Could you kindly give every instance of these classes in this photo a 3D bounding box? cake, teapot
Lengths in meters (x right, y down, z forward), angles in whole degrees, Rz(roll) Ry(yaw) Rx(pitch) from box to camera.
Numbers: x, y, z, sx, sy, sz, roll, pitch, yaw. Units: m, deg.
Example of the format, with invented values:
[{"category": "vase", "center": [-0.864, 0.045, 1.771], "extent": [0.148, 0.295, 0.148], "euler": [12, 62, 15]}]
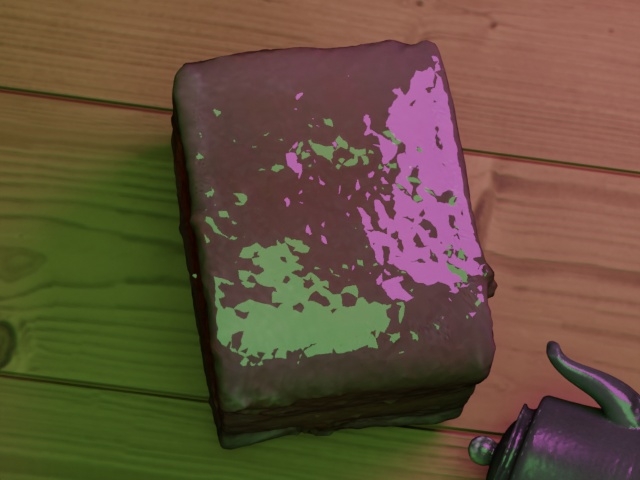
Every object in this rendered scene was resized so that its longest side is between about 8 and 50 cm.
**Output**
[{"category": "cake", "center": [0.000, 0.000, 1.403], "extent": [0.230, 0.237, 0.309], "euler": [-9, 77, -10]}, {"category": "teapot", "center": [0.188, 0.206, 1.423], "extent": [0.149, 0.162, 0.239], "euler": [21, 107, 9]}]
